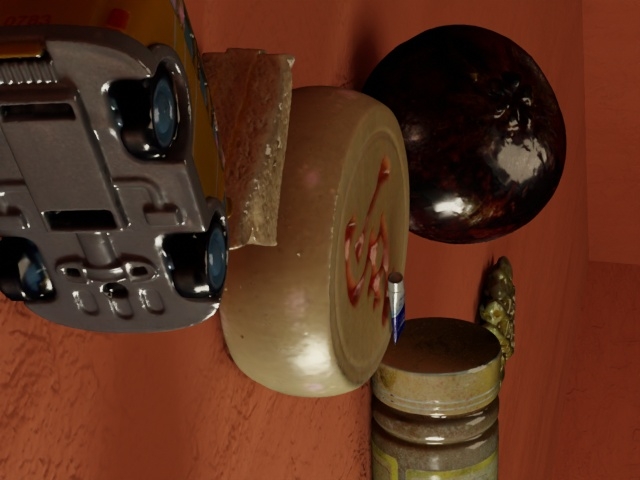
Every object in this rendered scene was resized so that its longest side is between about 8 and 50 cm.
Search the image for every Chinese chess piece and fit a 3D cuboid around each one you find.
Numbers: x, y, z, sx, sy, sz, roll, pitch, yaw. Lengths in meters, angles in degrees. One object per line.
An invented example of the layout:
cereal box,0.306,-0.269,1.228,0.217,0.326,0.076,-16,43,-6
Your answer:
Chinese chess piece,0.000,0.000,1.117,0.273,0.102,0.273,5,90,-73

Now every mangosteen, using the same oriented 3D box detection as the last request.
mangosteen,0.127,-0.102,1.387,0.261,0.235,0.235,-31,-139,56

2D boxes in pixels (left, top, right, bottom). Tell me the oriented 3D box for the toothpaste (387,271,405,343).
toothpaste,0.069,0.059,1.164,0.083,0.015,0.024,83,29,-47

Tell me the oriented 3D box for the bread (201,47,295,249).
bread,-0.071,-0.066,0.913,0.105,0.077,0.152,-2,95,-74

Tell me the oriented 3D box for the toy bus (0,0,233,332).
toy bus,-0.117,-0.056,0.698,0.209,0.126,0.136,77,16,-44

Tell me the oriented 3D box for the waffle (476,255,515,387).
waffle,0.305,0.149,2.221,0.204,0.054,0.223,-55,147,-58

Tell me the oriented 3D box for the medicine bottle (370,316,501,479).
medicine bottle,0.136,0.267,1.543,0.151,0.151,0.322,-48,140,-63
